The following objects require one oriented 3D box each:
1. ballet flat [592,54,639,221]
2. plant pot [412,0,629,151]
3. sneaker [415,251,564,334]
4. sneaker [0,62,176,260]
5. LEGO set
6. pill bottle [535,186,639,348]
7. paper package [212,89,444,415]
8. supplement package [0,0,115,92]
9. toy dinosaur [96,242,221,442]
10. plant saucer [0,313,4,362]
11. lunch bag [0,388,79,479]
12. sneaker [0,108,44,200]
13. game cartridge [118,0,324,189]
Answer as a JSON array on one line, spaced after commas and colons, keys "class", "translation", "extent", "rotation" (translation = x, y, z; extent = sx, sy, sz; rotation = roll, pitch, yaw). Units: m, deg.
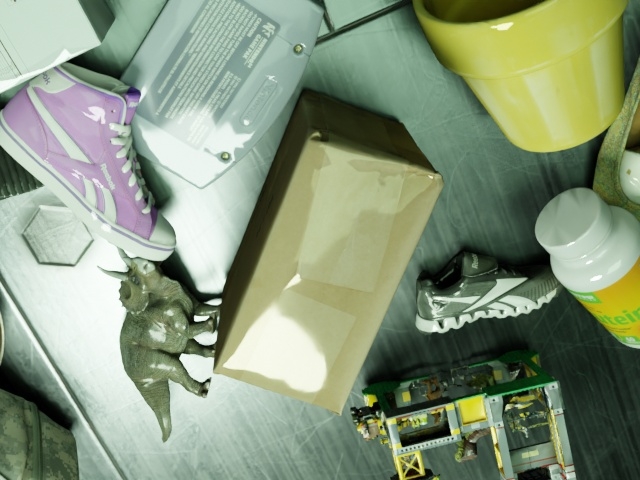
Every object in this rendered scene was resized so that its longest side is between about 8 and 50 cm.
[{"class": "ballet flat", "translation": [0.467, -0.155, 1.262], "extent": [0.123, 0.123, 0.349], "rotation": [9, 110, -10]}, {"class": "plant pot", "translation": [0.273, -0.251, 1.144], "extent": [0.254, 0.254, 0.239], "rotation": [-30, 127, 5]}, {"class": "sneaker", "translation": [0.244, 0.060, 1.338], "extent": [0.234, 0.078, 0.106], "rotation": [-15, 114, 1]}, {"class": "sneaker", "translation": [-0.254, -0.102, 1.155], "extent": [0.161, 0.102, 0.282], "rotation": [-41, 118, 10]}, {"class": "LEGO set", "translation": [0.219, 0.298, 1.334], "extent": [0.331, 0.255, 0.192], "rotation": [-13, 96, -9]}, {"class": "pill bottle", "translation": [0.412, 0.036, 1.295], "extent": [0.136, 0.136, 0.245], "rotation": [-44, 121, 10]}, {"class": "paper package", "translation": [0.000, 0.000, 1.160], "extent": [0.168, 0.309, 0.325], "rotation": [19, 107, -9]}, {"class": "supplement package", "translation": [-0.372, -0.267, 1.073], "extent": [0.203, 0.194, 0.149], "rotation": [-25, 113, 4]}, {"class": "toy dinosaur", "translation": [-0.224, 0.137, 1.308], "extent": [0.160, 0.121, 0.313], "rotation": [13, 120, 5]}, {"class": "plant saucer", "translation": [-0.596, 0.118, 1.273], "extent": [0.310, 0.050, 0.311], "rotation": [-3, 111, -7]}, {"class": "lunch bag", "translation": [-0.524, 0.339, 1.256], "extent": [0.305, 0.212, 0.256], "rotation": [-33, 125, 8]}, {"class": "sneaker", "translation": [-0.498, -0.083, 1.184], "extent": [0.330, 0.146, 0.122], "rotation": [-15, 87, -24]}, {"class": "game cartridge", "translation": [-0.135, -0.219, 1.183], "extent": [0.198, 0.062, 0.297], "rotation": [30, 111, -21]}]
